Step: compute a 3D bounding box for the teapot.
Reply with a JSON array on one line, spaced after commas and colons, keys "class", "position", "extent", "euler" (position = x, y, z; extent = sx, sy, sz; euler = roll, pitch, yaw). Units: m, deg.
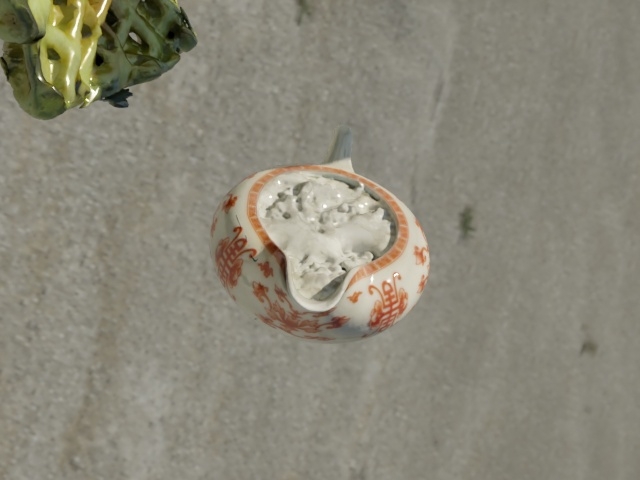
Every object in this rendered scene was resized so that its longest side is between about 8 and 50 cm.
[{"class": "teapot", "position": [0.000, 0.000, 0.888], "extent": [0.245, 0.159, 0.116], "euler": [-90, 180, -49]}]

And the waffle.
[{"class": "waffle", "position": [-0.189, -0.244, 0.902], "extent": [0.317, 0.073, 0.297], "euler": [-53, 132, -67]}]
